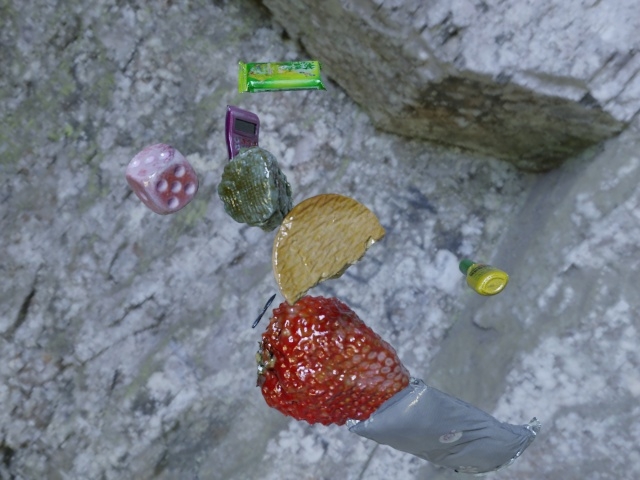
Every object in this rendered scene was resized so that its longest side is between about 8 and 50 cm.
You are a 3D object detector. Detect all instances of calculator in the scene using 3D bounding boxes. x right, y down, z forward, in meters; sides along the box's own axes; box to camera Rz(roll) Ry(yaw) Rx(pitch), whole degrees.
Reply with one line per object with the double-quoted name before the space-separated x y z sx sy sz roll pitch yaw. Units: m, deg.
"calculator" -0.183 -0.219 1.593 0.034 0.191 0.126 -5 -3 26

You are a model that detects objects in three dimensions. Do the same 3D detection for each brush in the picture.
"brush" -0.107 0.133 1.282 0.083 0.008 0.024 -57 11 -26

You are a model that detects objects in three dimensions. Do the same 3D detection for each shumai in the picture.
"shumai" -0.108 -0.111 1.404 0.141 0.184 0.184 -22 -22 -46

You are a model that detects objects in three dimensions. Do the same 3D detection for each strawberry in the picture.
"strawberry" 0.034 0.274 1.446 0.267 0.351 0.312 -61 -8 -30

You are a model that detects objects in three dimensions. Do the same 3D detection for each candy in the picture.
"candy" -0.078 -0.334 1.370 0.102 0.178 0.032 -96 6 -46

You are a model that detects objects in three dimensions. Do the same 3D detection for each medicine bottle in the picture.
"medicine bottle" 0.445 0.097 1.884 0.094 0.064 0.260 -28 9 0

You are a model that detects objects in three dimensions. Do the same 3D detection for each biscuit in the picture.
"biscuit" -0.001 0.000 1.122 0.224 0.145 0.033 -38 10 -26

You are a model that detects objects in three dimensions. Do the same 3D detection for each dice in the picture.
"dice" -0.274 -0.106 1.165 0.091 0.093 0.094 -44 -44 -22

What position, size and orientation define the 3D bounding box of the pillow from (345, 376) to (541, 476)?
"pillow" 0.170 0.266 0.907 0.169 0.255 0.059 -38 38 38
